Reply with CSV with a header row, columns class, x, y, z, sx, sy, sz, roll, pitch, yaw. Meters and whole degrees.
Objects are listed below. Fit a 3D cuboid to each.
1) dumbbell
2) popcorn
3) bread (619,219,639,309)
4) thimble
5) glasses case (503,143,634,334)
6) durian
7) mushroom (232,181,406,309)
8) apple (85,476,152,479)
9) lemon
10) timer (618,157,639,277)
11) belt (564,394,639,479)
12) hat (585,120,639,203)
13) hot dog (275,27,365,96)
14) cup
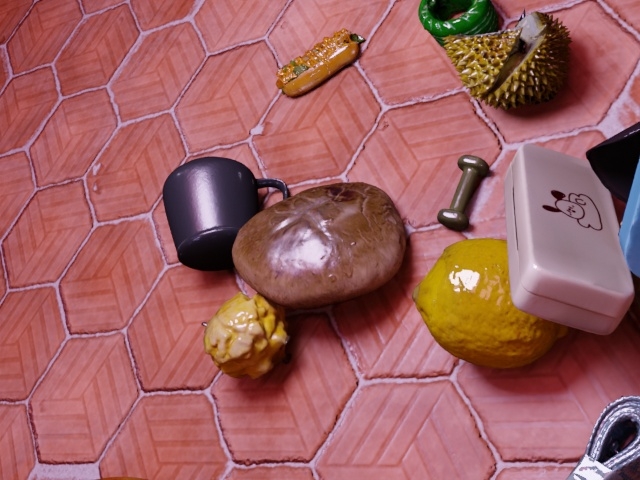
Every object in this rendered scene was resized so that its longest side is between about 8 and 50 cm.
class,x,y,z,sx,sy,sz,roll,pitch,yaw
dumbbell,0.222,-0.075,1.333,0.052,0.046,0.118,13,73,32
popcorn,-0.114,0.149,1.366,0.152,0.167,0.148,29,116,5
bread,0.510,0.001,1.051,0.268,0.130,0.152,-22,93,22
thimble,0.234,-0.386,1.465,0.118,0.090,0.130,-32,52,17
glasses case,0.312,-0.013,1.108,0.131,0.070,0.313,17,35,-1
durian,0.299,-0.279,1.346,0.193,0.137,0.237,-5,21,30
mushroom,0.000,0.000,1.363,0.278,0.146,0.278,-10,41,9
apple,-0.305,0.492,1.194,0.340,0.339,0.339,-15,58,26
lemon,0.232,0.083,1.153,0.193,0.180,0.180,0,66,40
timer,0.475,-0.050,0.937,0.250,0.091,0.231,12,105,11
belt,0.320,0.324,1.034,0.087,0.072,0.302,32,85,43
hat,0.498,-0.193,1.084,0.336,0.238,0.209,-14,58,22
hot dog,-0.004,-0.338,1.618,0.188,0.055,0.072,-33,50,16
cup,-0.162,-0.048,1.511,0.223,0.169,0.176,-8,61,-5
